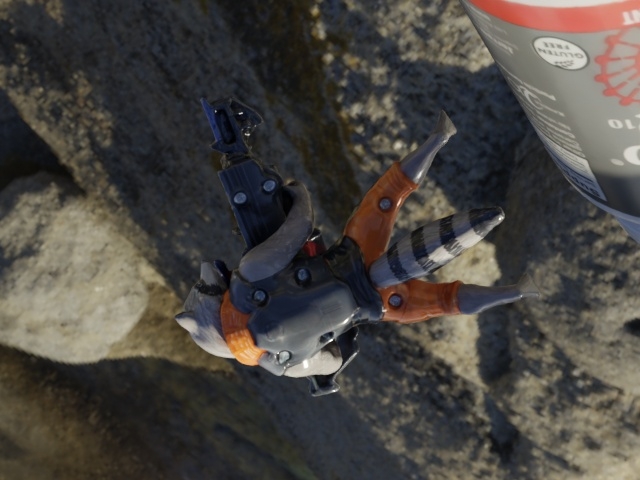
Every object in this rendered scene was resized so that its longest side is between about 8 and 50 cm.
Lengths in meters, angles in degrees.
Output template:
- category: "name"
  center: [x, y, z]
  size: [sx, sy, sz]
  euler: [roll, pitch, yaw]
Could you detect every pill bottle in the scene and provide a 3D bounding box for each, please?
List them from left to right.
- category: "pill bottle"
  center: [0.212, -0.132, 0.570]
  size: [0.210, 0.210, 0.363]
  euler: [9, 161, 34]

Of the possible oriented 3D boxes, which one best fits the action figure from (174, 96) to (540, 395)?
- category: "action figure"
  center: [0.000, 0.000, 0.932]
  size: [0.330, 0.178, 0.341]
  euler: [-27, 104, 7]
